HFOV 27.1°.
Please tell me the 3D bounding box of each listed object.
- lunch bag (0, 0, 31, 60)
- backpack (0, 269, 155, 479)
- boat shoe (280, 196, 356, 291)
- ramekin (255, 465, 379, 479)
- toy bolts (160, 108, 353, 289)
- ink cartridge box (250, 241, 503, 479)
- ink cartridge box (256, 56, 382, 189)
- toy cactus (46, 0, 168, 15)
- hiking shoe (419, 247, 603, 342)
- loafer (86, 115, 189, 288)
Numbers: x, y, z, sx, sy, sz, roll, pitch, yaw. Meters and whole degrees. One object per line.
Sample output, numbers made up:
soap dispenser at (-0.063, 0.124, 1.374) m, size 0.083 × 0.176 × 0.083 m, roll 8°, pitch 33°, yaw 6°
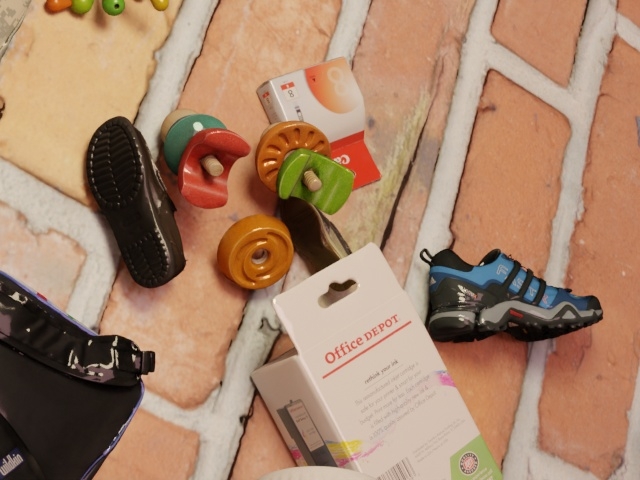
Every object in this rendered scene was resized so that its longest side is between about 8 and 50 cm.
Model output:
lunch bag at (-0.478, -0.258, 1.450) m, size 0.287 × 0.169 × 0.235 m, roll 33°, pitch 57°, yaw -16°
backpack at (-0.350, 0.160, 1.362) m, size 0.263 × 0.213 × 0.277 m, roll 48°, pitch 46°, yaw -21°
boat shoe at (0.000, 0.000, 1.769) m, size 0.152 × 0.056 × 0.049 m, roll 59°, pitch 25°, yaw 8°
ramekin at (-0.003, 0.335, 1.490) m, size 0.207 × 0.207 × 0.109 m, roll 22°, pitch 52°, yaw -27°
toy bolts at (-0.112, -0.076, 1.692) m, size 0.228 × 0.158 × 0.218 m, roll 23°, pitch 105°, yaw -33°
ink cartridge box at (0.056, 0.205, 1.686) m, size 0.207 × 0.119 × 0.354 m, roll -28°, pitch 91°, yaw -38°
ink cartridge box at (0.008, -0.153, 1.833) m, size 0.145 × 0.045 × 0.179 m, roll -23°, pitch 85°, yaw -38°
toy cactus at (-0.279, -0.371, 1.684) m, size 0.218 × 0.112 × 0.181 m, roll -3°, pitch 65°, yaw -27°
hiking shoe at (0.285, 0.073, 1.899) m, size 0.304 × 0.113 × 0.132 m, roll 3°, pitch 72°, yaw -34°
loafer at (-0.222, -0.044, 1.621) m, size 0.078 × 0.080 × 0.220 m, roll 8°, pitch 63°, yaw -68°
